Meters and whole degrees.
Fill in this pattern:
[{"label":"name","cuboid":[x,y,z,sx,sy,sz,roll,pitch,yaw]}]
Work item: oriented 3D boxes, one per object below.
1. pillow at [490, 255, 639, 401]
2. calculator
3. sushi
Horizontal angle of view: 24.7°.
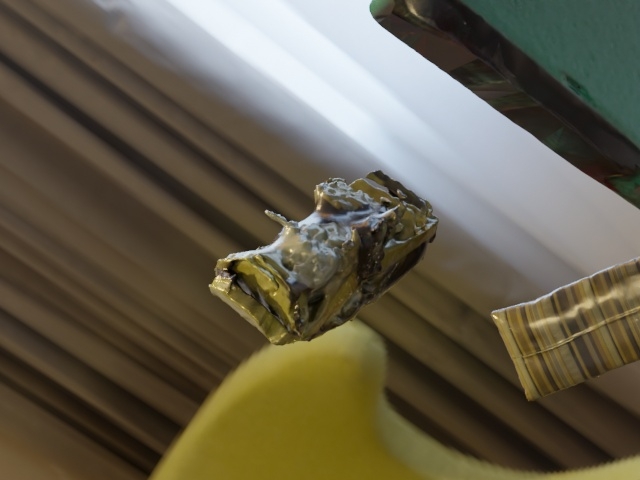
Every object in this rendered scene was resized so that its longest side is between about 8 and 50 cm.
[{"label":"pillow","cuboid":[0.297,0.092,1.569,0.203,0.113,0.038,-23,6,14]},{"label":"calculator","cuboid":[0.173,-0.168,0.929,0.058,0.274,0.248,-27,35,57]},{"label":"sushi","cuboid":[-0.002,0.006,1.406,0.291,0.139,0.131,-34,-28,-47]}]
